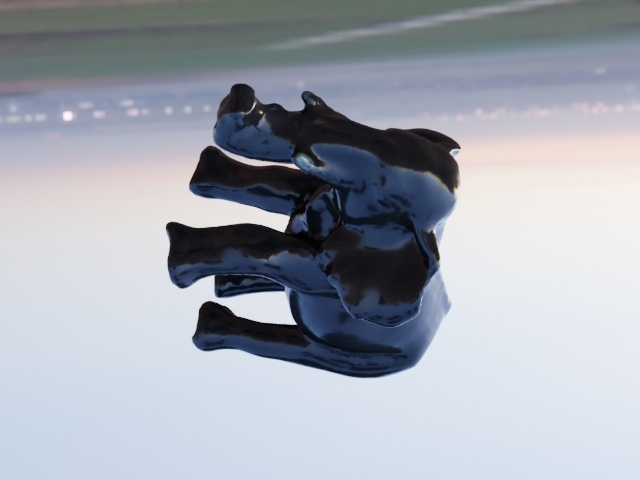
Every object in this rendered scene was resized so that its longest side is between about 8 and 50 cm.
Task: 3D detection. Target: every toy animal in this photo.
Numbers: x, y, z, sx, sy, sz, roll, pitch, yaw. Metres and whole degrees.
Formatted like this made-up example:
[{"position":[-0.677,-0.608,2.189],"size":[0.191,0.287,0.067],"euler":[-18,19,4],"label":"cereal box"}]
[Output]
[{"position":[0.001,-0.006,0.803],"size":[0.146,0.114,0.245],"euler":[7,162,9],"label":"toy animal"}]
